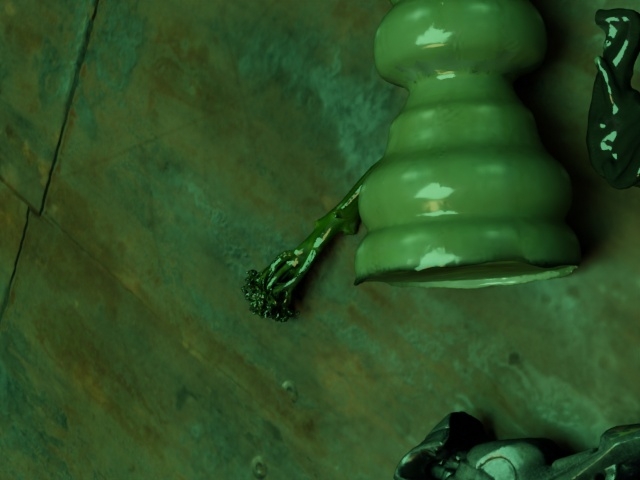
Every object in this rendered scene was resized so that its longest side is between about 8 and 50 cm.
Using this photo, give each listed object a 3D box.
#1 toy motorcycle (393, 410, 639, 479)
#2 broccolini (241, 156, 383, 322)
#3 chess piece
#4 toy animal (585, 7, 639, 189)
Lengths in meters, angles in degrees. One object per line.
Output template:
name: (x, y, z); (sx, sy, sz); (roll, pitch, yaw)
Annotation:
toy motorcycle: (0.159, 0.220, 0.938); (0.307, 0.108, 0.173); (-12, 76, 41)
broccolini: (-0.002, -0.002, 1.119); (0.216, 0.058, 0.067); (-47, 57, 32)
chess piece: (0.112, -0.130, 0.947); (0.182, 0.182, 0.330); (-9, 79, 43)
toy animal: (0.280, -0.078, 0.813); (0.245, 0.114, 0.146); (40, 116, 36)
